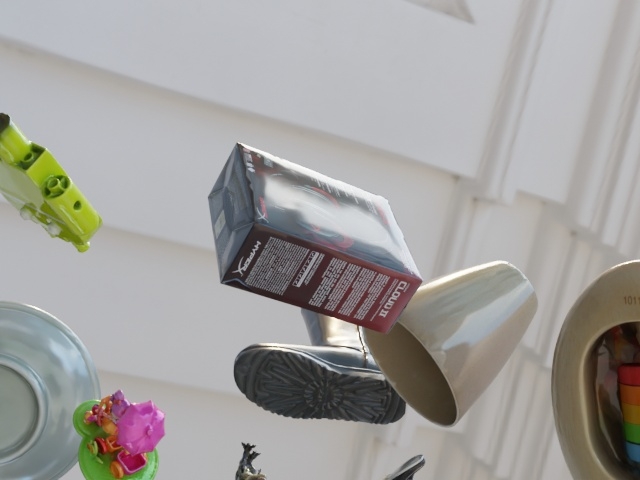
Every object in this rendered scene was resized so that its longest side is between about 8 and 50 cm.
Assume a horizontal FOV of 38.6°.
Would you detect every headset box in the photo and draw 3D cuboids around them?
[{"bbox_3d":[0.000,0.000,1.304,0.110,0.293,0.218,-58,-154,26],"label":"headset box"}]

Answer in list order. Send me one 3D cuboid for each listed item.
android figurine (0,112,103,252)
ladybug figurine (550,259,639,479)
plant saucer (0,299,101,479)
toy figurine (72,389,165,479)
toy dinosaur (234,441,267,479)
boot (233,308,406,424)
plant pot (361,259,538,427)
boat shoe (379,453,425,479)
[{"bbox_3d":[-0.397,-0.078,1.236,0.248,0.273,0.056,24,-115,28],"label":"android figurine"},{"bbox_3d":[0.511,0.246,1.377,0.305,0.162,0.449,-1,-85,29],"label":"ladybug figurine"},{"bbox_3d":[-0.636,0.320,1.784,0.100,0.401,0.400,-140,-115,-83],"label":"plant saucer"},{"bbox_3d":[-0.300,0.285,1.404,0.173,0.130,0.159,53,-43,16],"label":"toy figurine"},{"bbox_3d":[-0.176,0.548,2.164,0.268,0.064,0.118,126,-22,-64],"label":"toy dinosaur"},{"bbox_3d":[-0.006,0.225,2.030,0.445,0.367,0.146,-95,-157,-68],"label":"boot"},{"bbox_3d":[0.262,0.161,1.690,0.256,0.274,0.256,45,-25,27],"label":"plant pot"},{"bbox_3d":[0.136,0.407,1.551,0.125,0.046,0.038,-41,-97,23],"label":"boat shoe"}]
